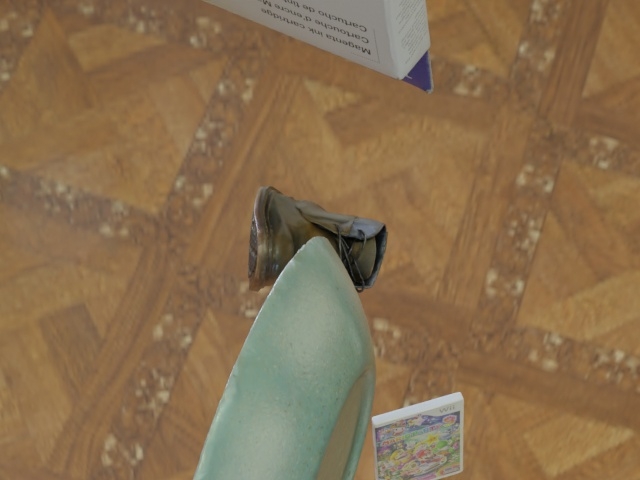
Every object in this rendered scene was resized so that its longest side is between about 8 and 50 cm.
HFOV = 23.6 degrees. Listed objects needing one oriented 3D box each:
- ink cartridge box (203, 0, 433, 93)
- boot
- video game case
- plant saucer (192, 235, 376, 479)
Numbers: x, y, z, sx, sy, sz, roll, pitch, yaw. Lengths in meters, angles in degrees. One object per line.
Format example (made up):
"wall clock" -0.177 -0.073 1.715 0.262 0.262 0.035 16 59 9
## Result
"ink cartridge box" -0.065 -0.255 1.318 0.324 0.330 0.071 24 66 21
"boot" 0.000 0.000 1.222 0.106 0.219 0.082 6 98 2
"video game case" 0.093 0.193 1.444 0.087 0.122 0.011 -15 49 -8
"plant saucer" -0.011 0.096 0.633 0.037 0.195 0.195 16 58 11
